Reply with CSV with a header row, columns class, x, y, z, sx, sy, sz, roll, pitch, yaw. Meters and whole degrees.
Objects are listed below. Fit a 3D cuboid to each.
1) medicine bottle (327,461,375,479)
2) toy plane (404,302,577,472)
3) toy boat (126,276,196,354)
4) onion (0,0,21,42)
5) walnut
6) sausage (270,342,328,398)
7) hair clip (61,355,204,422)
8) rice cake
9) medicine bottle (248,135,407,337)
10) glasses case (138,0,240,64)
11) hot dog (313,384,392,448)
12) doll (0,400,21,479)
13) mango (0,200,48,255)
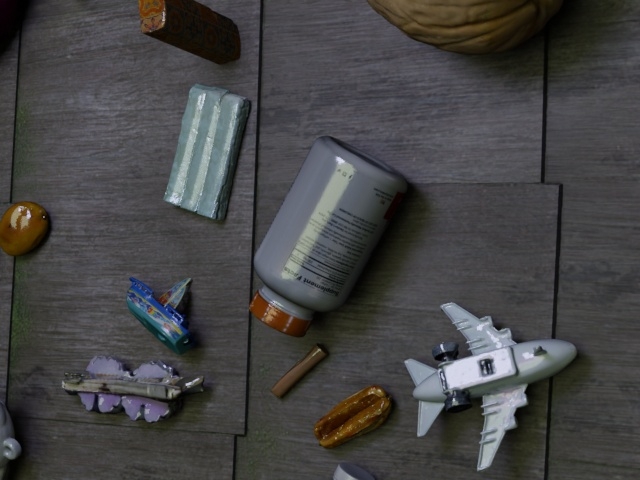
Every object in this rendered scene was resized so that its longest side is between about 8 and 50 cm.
class,x,y,z,sx,sy,sz,roll,pitch,yaw
medicine bottle,0.026,0.407,1.718,0.079,0.079,0.140,29,98,27
toy plane,0.235,0.188,1.615,0.255,0.101,0.251,-21,64,25
toy boat,-0.253,0.102,1.907,0.175,0.091,0.110,36,68,29
onion,-0.738,-0.523,2.024,0.398,0.420,0.398,-4,78,19
walnut,0.196,-0.405,1.607,0.313,0.252,0.277,45,106,34
sausage,-0.035,0.206,1.800,0.116,0.026,0.026,-45,67,18
hair clip,-0.318,0.249,1.922,0.292,0.084,0.106,-1,90,33
rice cake,-0.188,-0.149,1.907,0.124,0.038,0.211,19,94,28
medicine bottle,0.000,0.000,1.726,0.157,0.157,0.288,33,101,26
glasses case,-0.206,-0.343,1.832,0.049,0.218,0.075,-10,80,26
hot dog,0.049,0.270,1.743,0.144,0.038,0.062,-37,72,23
doll,-0.624,0.352,2.051,0.243,0.159,0.310,-10,104,14
mango,-0.537,-0.020,2.069,0.114,0.060,0.080,-42,84,16
